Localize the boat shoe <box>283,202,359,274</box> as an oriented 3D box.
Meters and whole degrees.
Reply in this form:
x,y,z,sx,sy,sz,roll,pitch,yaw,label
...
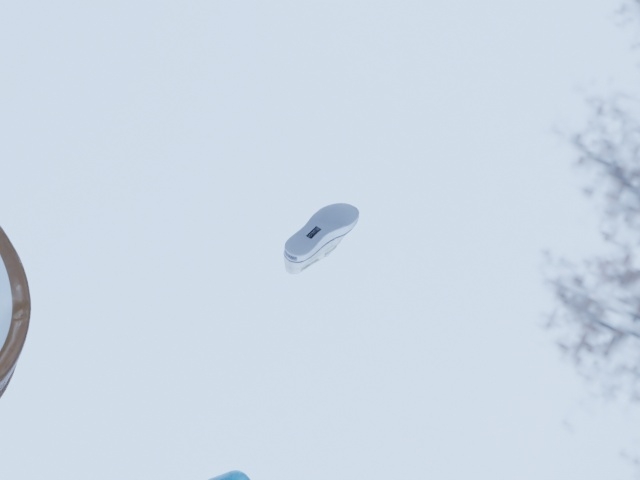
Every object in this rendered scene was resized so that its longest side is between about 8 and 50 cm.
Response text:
x,y,z,sx,sy,sz,roll,pitch,yaw,label
0.000,0.000,1.614,0.100,0.035,0.035,-41,-27,-40,boat shoe

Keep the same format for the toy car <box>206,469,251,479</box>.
x,y,z,sx,sy,sz,roll,pitch,yaw,label
-0.163,0.358,1.620,0.219,0.238,0.210,-20,-84,14,toy car

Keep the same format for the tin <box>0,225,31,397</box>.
x,y,z,sx,sy,sz,roll,pitch,yaw,label
-0.197,0.034,0.617,0.189,0.040,0.106,-13,-106,-28,tin
